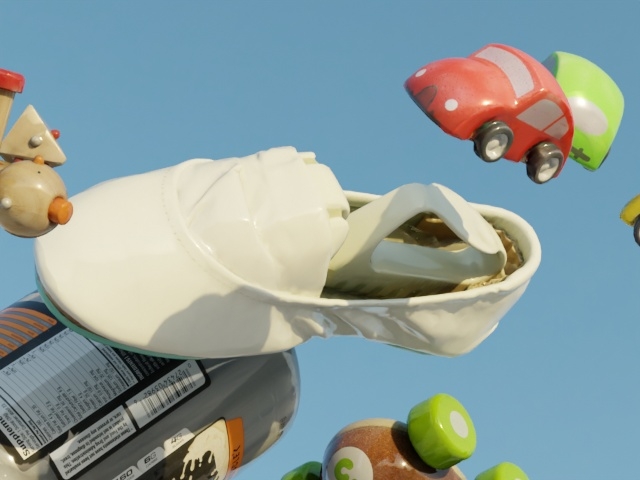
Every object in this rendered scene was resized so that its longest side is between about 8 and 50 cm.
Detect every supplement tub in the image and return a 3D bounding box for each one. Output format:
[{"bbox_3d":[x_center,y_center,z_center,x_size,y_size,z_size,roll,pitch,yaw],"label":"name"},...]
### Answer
[{"bbox_3d":[-0.180,0.136,1.126,0.193,0.316,0.193,27,-46,32],"label":"supplement tub"}]

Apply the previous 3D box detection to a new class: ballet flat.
[{"bbox_3d":[0.000,0.000,1.061,0.139,0.139,0.400,-30,-25,37],"label":"ballet flat"}]

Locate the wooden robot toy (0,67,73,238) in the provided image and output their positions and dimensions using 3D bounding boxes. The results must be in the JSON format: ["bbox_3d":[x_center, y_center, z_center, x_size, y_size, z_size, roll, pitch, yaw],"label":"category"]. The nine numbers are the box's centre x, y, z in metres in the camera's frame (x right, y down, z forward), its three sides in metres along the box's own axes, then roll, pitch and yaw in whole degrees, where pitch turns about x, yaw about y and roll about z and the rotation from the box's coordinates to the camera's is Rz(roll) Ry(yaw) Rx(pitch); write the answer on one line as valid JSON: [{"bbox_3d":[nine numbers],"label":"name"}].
[{"bbox_3d":[-0.147,-0.035,0.746,0.079,0.076,0.173,26,11,22],"label":"wooden robot toy"}]

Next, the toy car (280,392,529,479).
[{"bbox_3d":[0.052,0.230,1.160,0.155,0.188,0.149,-31,-67,29],"label":"toy car"}]

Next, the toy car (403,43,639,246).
[{"bbox_3d":[0.149,-0.062,0.917,0.239,0.225,0.053,31,-73,-14],"label":"toy car"}]
